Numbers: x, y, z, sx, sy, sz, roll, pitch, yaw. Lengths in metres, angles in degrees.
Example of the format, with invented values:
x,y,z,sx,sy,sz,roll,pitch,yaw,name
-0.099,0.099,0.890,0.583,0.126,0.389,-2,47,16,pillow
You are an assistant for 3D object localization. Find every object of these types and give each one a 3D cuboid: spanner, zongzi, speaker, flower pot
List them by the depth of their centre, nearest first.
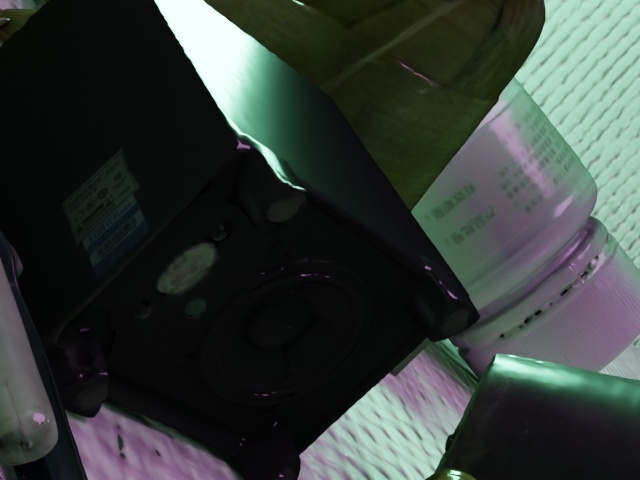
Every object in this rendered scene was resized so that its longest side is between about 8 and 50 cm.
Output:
x,y,z,sx,sy,sz,roll,pitch,yaw,name
-0.172,0.012,0.749,0.325,0.040,0.095,-121,-168,-47,spanner
-0.070,-0.008,0.911,0.232,0.184,0.254,33,19,-45,speaker
0.157,0.171,1.058,0.148,0.235,0.235,26,9,6,flower pot
-0.008,-0.202,1.212,0.418,0.447,0.181,39,19,-2,zongzi

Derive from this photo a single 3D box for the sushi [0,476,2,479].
x,y,z,sx,sy,sz,roll,pitch,yaw,name
-0.224,0.010,0.607,0.292,0.059,0.294,35,13,-42,sushi

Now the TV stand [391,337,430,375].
x,y,z,sx,sy,sz,roll,pitch,yaw,name
0.000,0.000,1.409,0.269,0.083,0.088,42,12,-7,TV stand

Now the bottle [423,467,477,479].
x,y,z,sx,sy,sz,roll,pitch,yaw,name
0.130,0.250,0.836,0.260,0.112,0.112,44,11,4,bottle

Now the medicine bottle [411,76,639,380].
x,y,z,sx,sy,sz,roll,pitch,yaw,name
0.187,-0.001,1.630,0.325,0.256,0.256,50,10,-7,medicine bottle

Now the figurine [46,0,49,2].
x,y,z,sx,sy,sz,roll,pitch,yaw,name
-0.137,-0.278,1.501,0.361,0.253,0.211,44,12,-4,figurine
